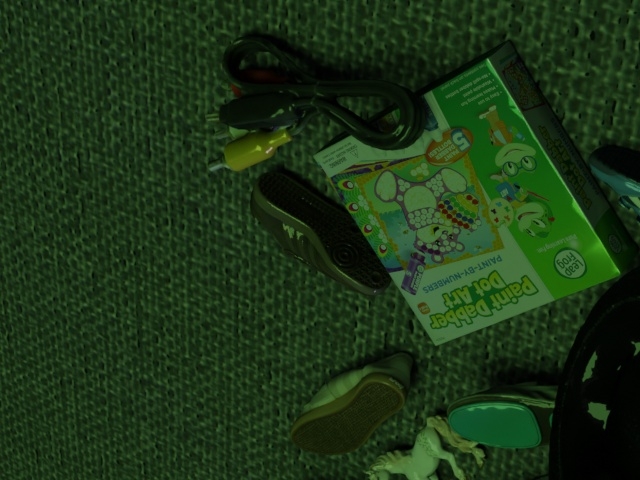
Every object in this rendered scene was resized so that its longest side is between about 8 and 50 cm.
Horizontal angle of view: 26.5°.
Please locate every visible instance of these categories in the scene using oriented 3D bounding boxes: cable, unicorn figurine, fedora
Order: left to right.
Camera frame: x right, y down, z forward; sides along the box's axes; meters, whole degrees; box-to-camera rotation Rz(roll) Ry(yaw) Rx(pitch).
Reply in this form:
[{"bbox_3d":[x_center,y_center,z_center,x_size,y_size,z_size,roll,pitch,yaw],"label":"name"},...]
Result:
[{"bbox_3d":[-0.007,-0.145,1.393,0.287,0.072,0.140,0,79,34],"label":"cable"},{"bbox_3d":[0.121,0.261,1.572,0.111,0.060,0.162,34,115,14],"label":"unicorn figurine"},{"bbox_3d":[0.333,0.180,1.210,0.152,0.334,0.334,15,132,-13],"label":"fedora"}]

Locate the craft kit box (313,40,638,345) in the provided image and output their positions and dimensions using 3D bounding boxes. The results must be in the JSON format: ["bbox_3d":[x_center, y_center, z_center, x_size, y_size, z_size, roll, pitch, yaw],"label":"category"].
[{"bbox_3d":[0.150,-0.038,1.365,0.250,0.061,0.247,-27,102,42],"label":"craft kit box"}]

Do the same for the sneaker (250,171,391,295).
[{"bbox_3d":[0.000,0.000,1.498,0.188,0.066,0.071,42,150,13],"label":"sneaker"}]

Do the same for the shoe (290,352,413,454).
[{"bbox_3d":[0.039,0.193,1.588,0.076,0.058,0.219,35,139,-15],"label":"shoe"}]

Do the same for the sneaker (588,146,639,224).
[{"bbox_3d":[0.308,-0.035,1.256,0.144,0.053,0.059,34,133,15],"label":"sneaker"}]

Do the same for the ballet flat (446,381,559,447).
[{"bbox_3d":[0.240,0.178,1.419,0.213,0.068,0.072,-2,120,27],"label":"ballet flat"}]

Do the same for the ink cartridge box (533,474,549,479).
[{"bbox_3d":[0.320,0.347,1.434,0.289,0.121,0.211,-30,97,42],"label":"ink cartridge box"}]
